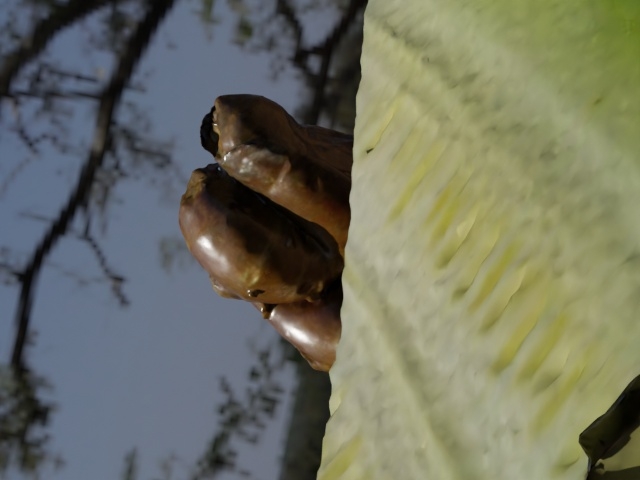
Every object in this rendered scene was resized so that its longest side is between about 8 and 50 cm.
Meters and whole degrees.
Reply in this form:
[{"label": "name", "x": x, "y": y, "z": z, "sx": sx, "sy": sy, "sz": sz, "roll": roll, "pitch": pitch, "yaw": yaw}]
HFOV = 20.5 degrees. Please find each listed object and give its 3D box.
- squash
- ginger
[{"label": "squash", "x": 0.051, "y": 0.022, "z": 0.470, "sx": 0.203, "sy": 0.111, "sz": 0.288, "roll": -59, "pitch": 24, "yaw": 12}, {"label": "ginger", "x": 0.000, "y": 0.000, "z": 0.802, "sx": 0.103, "sy": 0.162, "sz": 0.073, "roll": -57, "pitch": 24, "yaw": 12}]
